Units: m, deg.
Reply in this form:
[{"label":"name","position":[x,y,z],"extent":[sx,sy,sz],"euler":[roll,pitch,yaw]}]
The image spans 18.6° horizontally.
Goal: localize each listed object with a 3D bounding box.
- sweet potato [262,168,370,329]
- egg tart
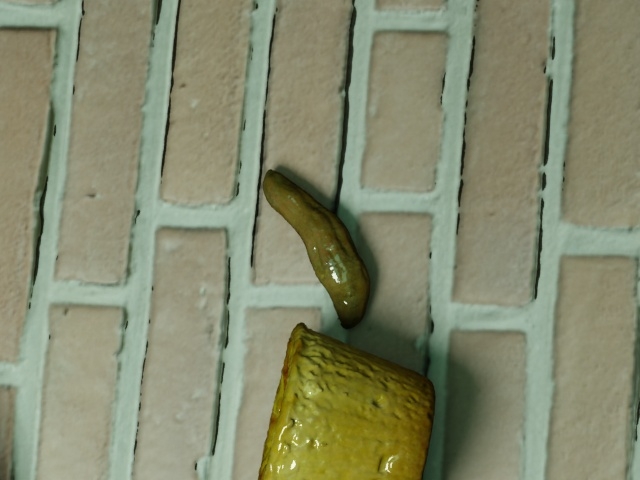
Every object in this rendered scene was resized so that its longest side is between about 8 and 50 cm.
[{"label":"sweet potato","position":[0.001,-0.002,1.935],"extent":[0.053,0.054,0.182],"euler":[-30,75,-6]},{"label":"egg tart","position":[0.022,0.191,1.843],"extent":[0.147,0.202,0.202],"euler":[13,83,-4]}]
